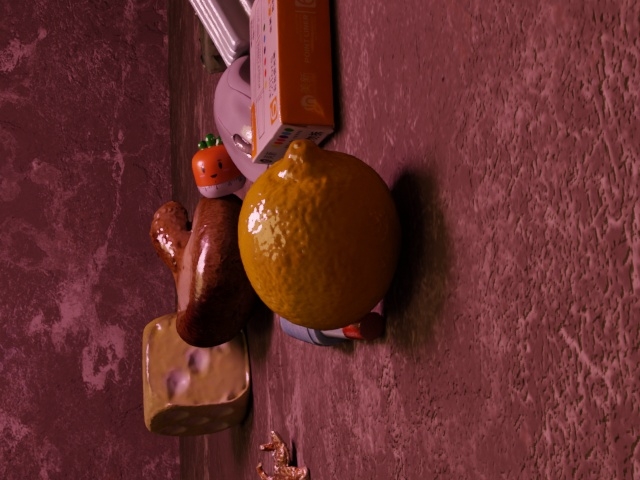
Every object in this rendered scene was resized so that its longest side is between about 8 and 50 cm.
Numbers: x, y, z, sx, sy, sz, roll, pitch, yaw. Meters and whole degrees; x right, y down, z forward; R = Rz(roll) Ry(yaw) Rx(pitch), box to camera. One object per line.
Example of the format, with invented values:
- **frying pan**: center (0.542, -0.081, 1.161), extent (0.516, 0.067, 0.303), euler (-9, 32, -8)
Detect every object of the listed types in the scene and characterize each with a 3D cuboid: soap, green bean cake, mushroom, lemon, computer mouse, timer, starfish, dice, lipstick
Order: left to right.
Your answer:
- **dice**: center (-0.296, 0.314, 1.791), extent (0.227, 0.233, 0.238), euler (113, 153, -56)
- **mushroom**: center (-0.220, 0.063, 1.610), extent (0.345, 0.239, 0.345), euler (164, 90, -88)
- **soap**: center (-0.204, -0.486, 1.500), extent (0.265, 0.088, 0.160), euler (59, 169, -2)
- **timer**: center (-0.205, -0.155, 1.539), extent (0.136, 0.099, 0.136), euler (-5, -90, -84)
- **green bean cake**: center (-0.221, -0.513, 1.724), extent (0.227, 0.125, 0.222), euler (105, 155, -47)
- **computer mouse**: center (-0.138, -0.237, 1.456), extent (0.296, 0.121, 0.184), euler (-104, 23, -43)
- **starfish**: center (-0.059, 0.407, 1.345), extent (0.210, 0.053, 0.150), euler (-37, 67, 64)
- **lemon**: center (0.000, 0.000, 0.869), extent (0.187, 0.187, 0.244), euler (-119, 18, -59)
- **lipstick**: center (0.014, 0.112, 1.041), extent (0.274, 0.061, 0.068), euler (171, 101, -68)

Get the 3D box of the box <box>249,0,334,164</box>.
- **box**: center (-0.049, -0.271, 1.197), extent (0.221, 0.091, 0.273), euler (142, 127, -70)
